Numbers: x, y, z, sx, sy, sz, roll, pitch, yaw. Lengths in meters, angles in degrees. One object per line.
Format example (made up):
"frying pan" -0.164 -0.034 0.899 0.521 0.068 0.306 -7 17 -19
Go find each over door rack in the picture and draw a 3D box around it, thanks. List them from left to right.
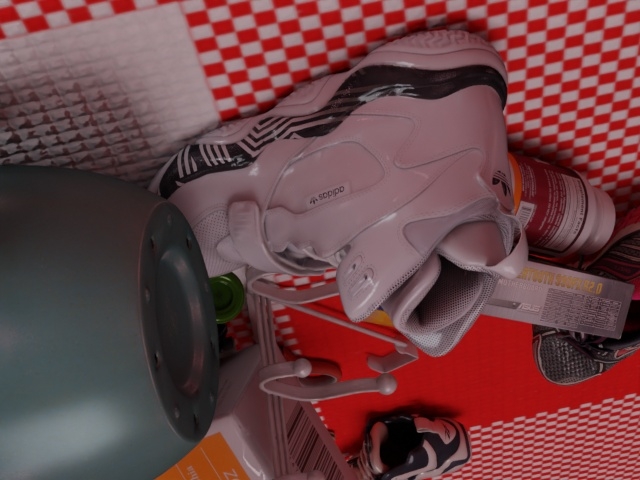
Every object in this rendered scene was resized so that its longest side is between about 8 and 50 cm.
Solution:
"over door rack" 0.049 0.170 1.306 0.108 0.239 0.324 -20 151 23

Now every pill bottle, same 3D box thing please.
"pill bottle" 0.191 -0.031 1.152 0.152 0.086 0.086 12 144 -36

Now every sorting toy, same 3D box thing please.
"sorting toy" -0.116 0.032 1.186 0.102 0.061 0.042 44 161 -16

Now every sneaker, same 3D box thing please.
"sneaker" 0.000 0.000 1.010 0.366 0.210 0.137 -27 147 27
"sneaker" 0.070 0.292 1.682 0.235 0.094 0.153 -24 147 23
"sneaker" 0.286 0.074 1.306 0.121 0.112 0.299 30 147 5

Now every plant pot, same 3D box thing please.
"plant pot" -0.212 0.076 0.955 0.235 0.293 0.293 -8 152 12

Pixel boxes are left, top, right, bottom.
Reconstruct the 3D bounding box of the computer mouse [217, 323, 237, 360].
"computer mouse" -0.177 0.149 1.216 0.188 0.072 0.272 -17 -176 2

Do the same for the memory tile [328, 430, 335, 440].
"memory tile" -0.059 0.281 1.700 0.113 0.012 0.148 13 143 -37

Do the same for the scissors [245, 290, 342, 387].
"scissors" -0.064 0.127 1.411 0.109 0.021 0.297 -17 152 14

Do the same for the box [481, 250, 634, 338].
"box" 0.140 0.029 1.168 0.231 0.056 0.183 12 -176 -35

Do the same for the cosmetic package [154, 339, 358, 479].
"cosmetic package" -0.202 0.306 1.363 0.453 0.161 0.230 -25 105 23

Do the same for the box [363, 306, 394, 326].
"box" 0.079 0.046 1.255 0.136 0.081 0.028 11 144 -36
